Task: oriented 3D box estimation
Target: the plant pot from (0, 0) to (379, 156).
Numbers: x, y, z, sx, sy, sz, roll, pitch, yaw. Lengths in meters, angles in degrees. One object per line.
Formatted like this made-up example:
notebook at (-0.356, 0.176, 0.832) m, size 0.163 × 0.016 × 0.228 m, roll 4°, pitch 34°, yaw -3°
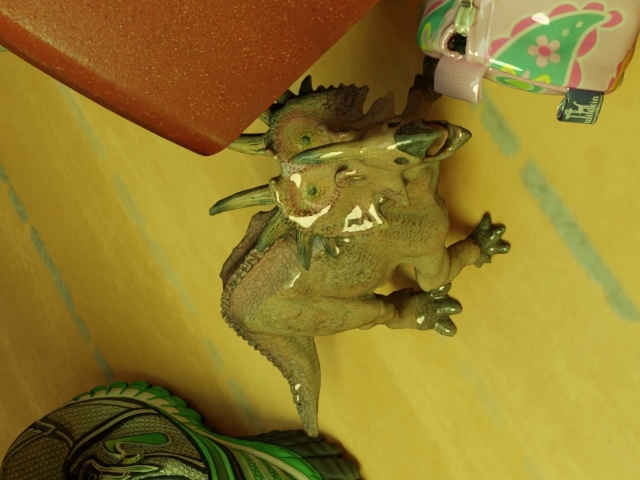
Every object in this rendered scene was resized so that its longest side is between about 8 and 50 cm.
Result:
plant pot at (-0.092, -0.205, 0.816) m, size 0.267 × 0.236 × 0.267 m, roll -45°, pitch 30°, yaw 0°

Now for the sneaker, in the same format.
sneaker at (-0.132, 0.184, 1.112) m, size 0.343 × 0.146 × 0.134 m, roll 0°, pitch 98°, yaw 45°

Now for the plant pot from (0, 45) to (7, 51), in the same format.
plant pot at (-0.181, -0.253, 1.026) m, size 0.191 × 0.284 × 0.284 m, roll 10°, pitch 108°, yaw 7°

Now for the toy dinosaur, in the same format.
toy dinosaur at (0.000, 0.000, 0.912) m, size 0.127 × 0.200 × 0.296 m, roll 50°, pitch 128°, yaw 25°

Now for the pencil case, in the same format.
pencil case at (0.129, -0.213, 0.806) m, size 0.124 × 0.124 × 0.284 m, roll 27°, pitch 115°, yaw 38°
